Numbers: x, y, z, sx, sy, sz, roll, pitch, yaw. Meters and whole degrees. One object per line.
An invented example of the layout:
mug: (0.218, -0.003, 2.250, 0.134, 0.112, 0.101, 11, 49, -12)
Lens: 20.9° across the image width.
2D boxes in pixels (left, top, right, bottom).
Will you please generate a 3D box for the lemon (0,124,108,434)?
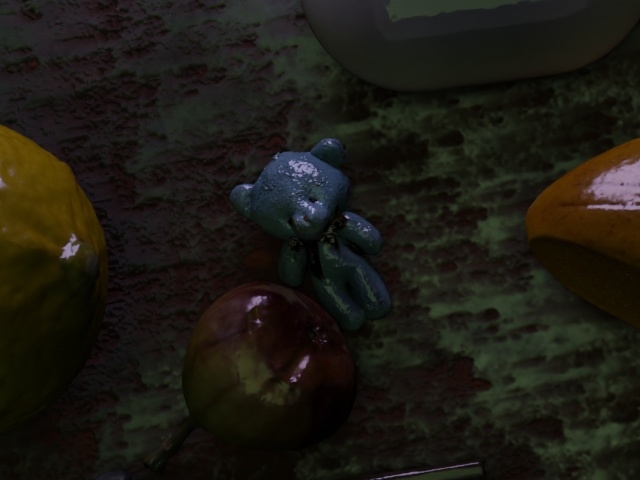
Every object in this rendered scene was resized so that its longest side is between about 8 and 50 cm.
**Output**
lemon: (-0.357, 0.039, 1.555, 0.336, 0.336, 0.336, -1, 85, 8)

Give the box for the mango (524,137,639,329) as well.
mango: (0.353, 0.005, 1.521, 0.350, 0.199, 0.201, 10, 125, 19)

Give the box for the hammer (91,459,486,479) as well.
hammer: (-0.027, 0.247, 1.607, 0.365, 0.043, 0.111, -9, 112, 2)

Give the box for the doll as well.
doll: (-0.001, -0.001, 1.617, 0.120, 0.075, 0.179, -28, 81, 8)

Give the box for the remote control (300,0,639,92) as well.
remote control: (0.144, -0.254, 1.603, 0.332, 0.103, 0.221, -6, 90, 8)

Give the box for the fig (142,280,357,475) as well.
fig: (-0.082, 0.140, 1.581, 0.231, 0.143, 0.160, -33, 90, 3)
